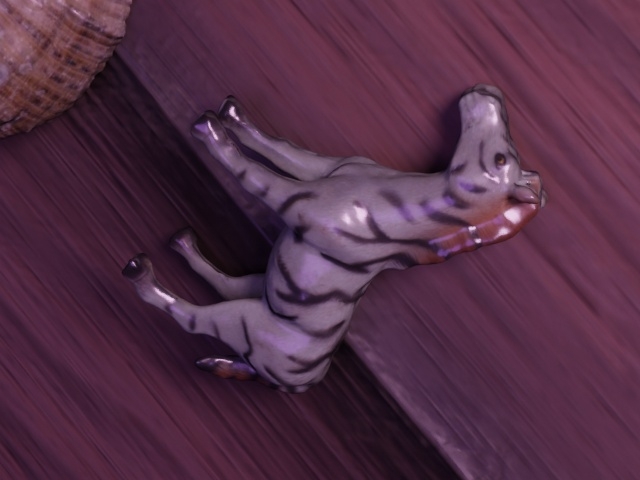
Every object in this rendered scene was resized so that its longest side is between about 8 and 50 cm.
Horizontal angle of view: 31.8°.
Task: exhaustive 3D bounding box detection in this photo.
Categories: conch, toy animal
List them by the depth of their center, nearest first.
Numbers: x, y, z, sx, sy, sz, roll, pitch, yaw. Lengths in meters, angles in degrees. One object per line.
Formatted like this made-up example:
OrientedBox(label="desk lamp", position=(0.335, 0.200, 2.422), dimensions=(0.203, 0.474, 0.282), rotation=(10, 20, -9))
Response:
OrientedBox(label="toy animal", position=(-0.010, -0.015, 0.660), dimensions=(0.170, 0.090, 0.255), rotation=(49, 125, 0))
OrientedBox(label="conch", position=(-0.231, -0.142, 0.705), dimensions=(0.245, 0.163, 0.178), rotation=(-16, 136, 3))
